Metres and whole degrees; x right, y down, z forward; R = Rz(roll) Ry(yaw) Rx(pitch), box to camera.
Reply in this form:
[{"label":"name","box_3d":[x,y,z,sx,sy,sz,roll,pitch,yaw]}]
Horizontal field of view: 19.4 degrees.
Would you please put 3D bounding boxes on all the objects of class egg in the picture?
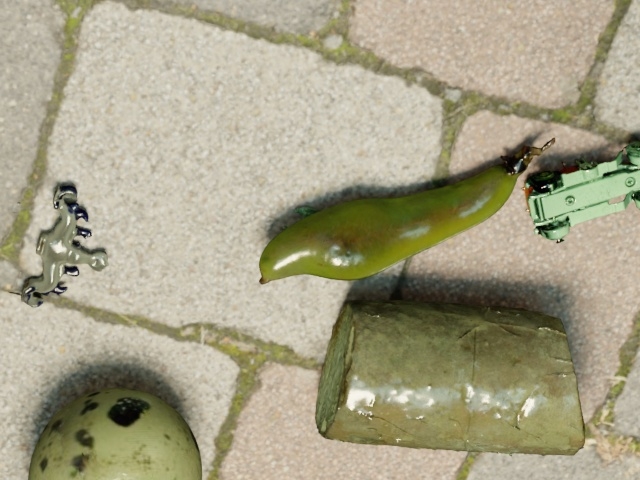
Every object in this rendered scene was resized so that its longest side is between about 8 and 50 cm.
[{"label":"egg","box_3d":[-0.215,0.257,1.928,0.177,0.177,0.228,13,123,-10]}]

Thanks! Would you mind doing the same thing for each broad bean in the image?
[{"label":"broad bean","box_3d":[0.087,-0.022,1.894,0.325,0.067,0.075,-22,114,-6]}]

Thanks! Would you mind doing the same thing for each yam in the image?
[{"label":"yam","box_3d":[0.133,0.140,1.918,0.268,0.161,0.161,3,112,-5]}]

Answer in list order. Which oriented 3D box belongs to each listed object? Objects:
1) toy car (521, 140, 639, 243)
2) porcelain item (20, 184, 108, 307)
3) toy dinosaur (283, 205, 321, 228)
[{"label":"toy car","box_3d":[0.278,-0.054,1.908,0.143,0.054,0.073,-18,115,-6]},{"label":"porcelain item","box_3d":[-0.251,0.013,1.906,0.075,0.021,0.136,18,110,-11]},{"label":"toy dinosaur","box_3d":[0.000,0.000,1.924,0.083,0.021,0.062,15,97,-10]}]
